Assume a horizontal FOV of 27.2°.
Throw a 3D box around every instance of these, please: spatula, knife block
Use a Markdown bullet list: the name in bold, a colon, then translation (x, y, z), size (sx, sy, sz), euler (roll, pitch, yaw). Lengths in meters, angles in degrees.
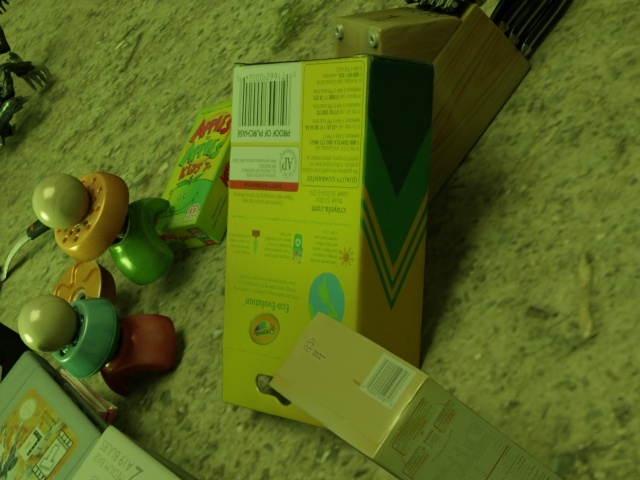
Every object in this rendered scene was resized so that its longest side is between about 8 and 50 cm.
- **spatula**: translation (-0.402, 0.011, 1.782), size (0.296, 0.030, 0.084), euler (-39, 36, 17)
- **knife block**: translation (0.138, -0.160, 1.275), size (0.088, 0.242, 0.275), euler (30, 127, 58)

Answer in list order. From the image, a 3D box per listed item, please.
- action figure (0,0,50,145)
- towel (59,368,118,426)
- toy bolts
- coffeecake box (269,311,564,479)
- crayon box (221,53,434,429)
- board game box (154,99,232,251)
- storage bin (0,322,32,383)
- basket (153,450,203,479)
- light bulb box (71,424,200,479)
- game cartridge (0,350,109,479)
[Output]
- **action figure**: translation (-0.509, -0.248, 2.074), size (0.164, 0.141, 0.275), euler (-23, 67, 23)
- **towel**: translation (-0.282, 0.242, 1.395), size (0.144, 0.029, 0.197), euler (24, 91, 57)
- **toy bolts**: translation (-0.271, 0.056, 1.426), size (0.218, 0.158, 0.228), euler (-37, 47, 30)
- **coffeecake box**: translation (0.076, 0.142, 0.939), size (0.068, 0.185, 0.142), euler (-55, 34, -6)
- **crayon box**: translation (0.000, 0.000, 1.179), size (0.202, 0.081, 0.318), euler (7, 94, 51)
- **board game box**: translation (-0.128, -0.078, 1.528), size (0.092, 0.043, 0.181), euler (-11, 50, 45)
- **storage bin**: translation (-0.415, 0.175, 1.552), size (0.084, 0.122, 0.180), euler (-36, 36, 23)
- **basket**: translation (-0.185, 0.256, 1.215), size (0.167, 0.103, 0.113), euler (-6, 53, 49)
- **light bulb box**: translation (-0.096, 0.374, 0.883), size (0.358, 0.225, 0.361), euler (20, 73, 55)
- **game cartridge**: translation (-0.271, 0.231, 1.201), size (0.198, 0.062, 0.297), euler (-50, 32, -8)
